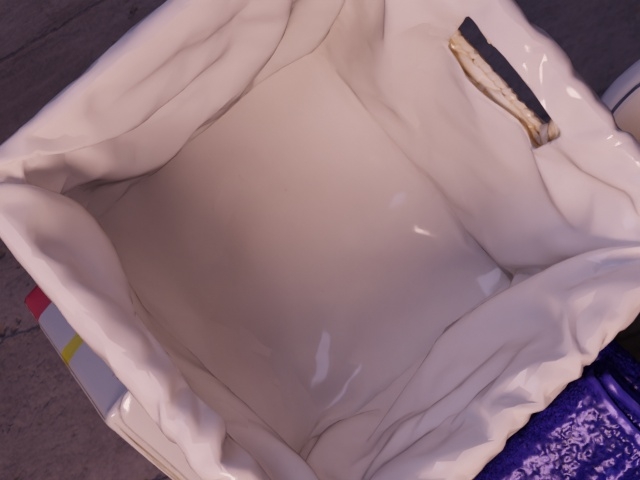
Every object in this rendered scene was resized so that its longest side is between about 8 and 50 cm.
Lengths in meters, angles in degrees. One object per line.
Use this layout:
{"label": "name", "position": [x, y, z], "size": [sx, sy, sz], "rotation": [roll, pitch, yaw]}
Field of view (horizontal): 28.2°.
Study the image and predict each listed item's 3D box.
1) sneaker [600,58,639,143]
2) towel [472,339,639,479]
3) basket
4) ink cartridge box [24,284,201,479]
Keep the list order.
{"label": "sneaker", "position": [0.352, -0.125, 1.055], "size": [0.258, 0.094, 0.091], "rotation": [-22, 49, 30]}
{"label": "towel", "position": [0.221, 0.235, 0.844], "size": [0.228, 0.308, 0.076], "rotation": [-49, 1, 8]}
{"label": "basket", "position": [0.000, 0.000, 0.856], "size": [0.331, 0.328, 0.266], "rotation": [-41, -1, -12]}
{"label": "ink cartridge box", "position": [-0.097, 0.051, 1.190], "size": [0.279, 0.160, 0.384], "rotation": [-47, 25, -6]}
